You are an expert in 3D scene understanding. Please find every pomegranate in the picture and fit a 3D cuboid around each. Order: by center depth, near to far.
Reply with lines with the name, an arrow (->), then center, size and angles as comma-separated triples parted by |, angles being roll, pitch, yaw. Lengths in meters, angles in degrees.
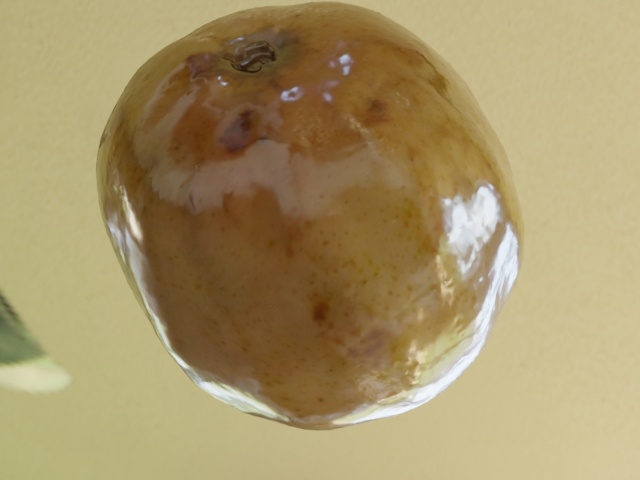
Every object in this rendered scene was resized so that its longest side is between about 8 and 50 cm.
pomegranate -> -0.007, -0.011, 0.728 | 0.207, 0.207, 0.207 | 8, -44, 8
